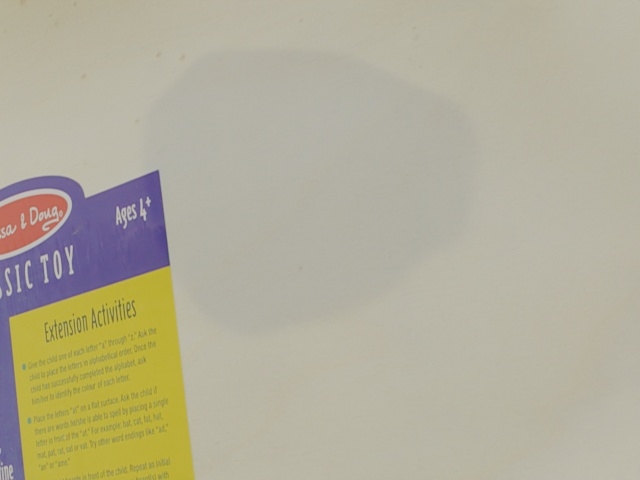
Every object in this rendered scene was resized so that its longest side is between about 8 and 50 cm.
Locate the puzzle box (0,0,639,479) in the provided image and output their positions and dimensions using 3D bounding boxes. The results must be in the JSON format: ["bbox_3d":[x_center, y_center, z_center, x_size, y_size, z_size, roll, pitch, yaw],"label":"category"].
[{"bbox_3d":[0.000,0.000,0.475,0.409,0.052,0.272,-17,-104,44],"label":"puzzle box"}]
